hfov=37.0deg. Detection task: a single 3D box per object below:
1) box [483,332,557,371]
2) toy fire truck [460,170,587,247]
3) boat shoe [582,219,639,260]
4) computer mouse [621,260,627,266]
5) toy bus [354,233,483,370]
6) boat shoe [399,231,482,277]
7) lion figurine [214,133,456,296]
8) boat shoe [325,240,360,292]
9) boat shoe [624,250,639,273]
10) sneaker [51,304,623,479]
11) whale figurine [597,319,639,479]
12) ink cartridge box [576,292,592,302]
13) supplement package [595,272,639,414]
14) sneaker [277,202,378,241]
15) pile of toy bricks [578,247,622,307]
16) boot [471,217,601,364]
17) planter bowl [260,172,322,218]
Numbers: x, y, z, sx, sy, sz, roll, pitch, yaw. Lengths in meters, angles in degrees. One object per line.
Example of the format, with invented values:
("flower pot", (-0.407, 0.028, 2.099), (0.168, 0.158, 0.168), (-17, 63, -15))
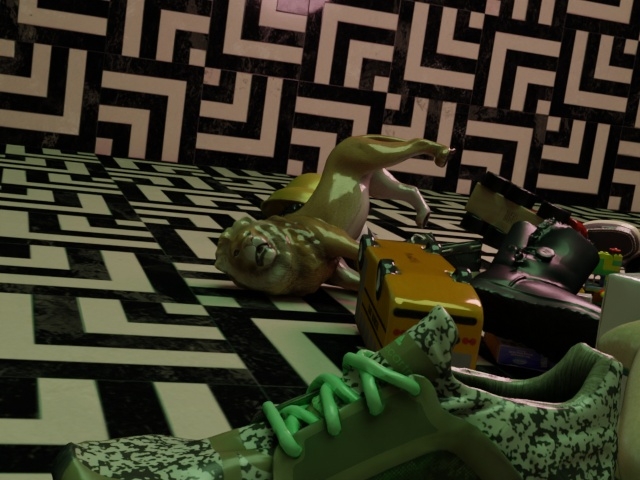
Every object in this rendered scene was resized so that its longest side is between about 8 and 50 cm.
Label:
("box", (0.265, 0.141, 1.255), (0.081, 0.028, 0.136), (9, 7, -1))
("toy fire truck", (0.412, -0.004, 1.833), (0.246, 0.158, 0.217), (15, 14, -45))
("boat shoe", (0.509, 0.022, 1.962), (0.285, 0.102, 0.092), (-3, 19, 31))
("computer mouse", (0.738, 0.065, 2.131), (0.106, 0.042, 0.193), (10, 2, -17))
("toy bus", (0.109, 0.079, 1.179), (0.108, 0.130, 0.332), (6, 9, -5))
("boat shoe", (0.191, 0.019, 1.812), (0.233, 0.079, 0.084), (7, 10, 1))
("lion figurine", (0.028, -0.050, 1.472), (0.240, 0.142, 0.392), (25, 56, 18))
("boat shoe", (0.085, 0.056, 1.513), (0.229, 0.080, 0.076), (11, 19, -7))
("boat shoe", (0.670, 0.079, 1.773), (0.130, 0.132, 0.355), (-4, 0, -4))
("sneaker", (0.033, 0.125, 0.647), (0.411, 0.182, 0.158), (5, 10, -19))
("whale figurine", (0.314, 0.152, 0.759), (0.216, 0.141, 0.272), (-23, 22, 5))
("ink cartridge box", (0.340, 0.100, 1.398), (0.104, 0.060, 0.180), (11, 1, 16))
("supplement package", (0.426, 0.144, 0.900), (0.178, 0.175, 0.293), (0, 12, -37))
("sneaker", (0.000, 0.000, 1.771), (0.272, 0.100, 0.108), (9, -24, 48))
("pile of toy bricks", (0.510, 0.064, 1.710), (0.212, 0.105, 0.118), (8, 9, 0))
("boot", (0.322, 0.063, 1.234), (0.247, 0.094, 0.207), (20, 40, 29))
("planter bowl", (-0.005, -0.075, 1.913), (0.217, 0.090, 0.217), (16, -16, 5))
